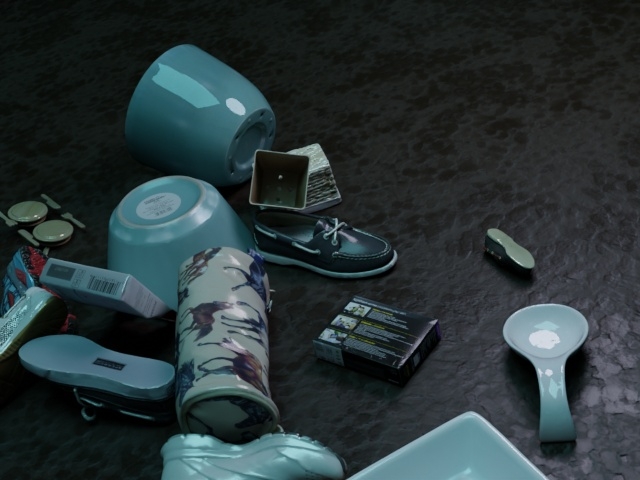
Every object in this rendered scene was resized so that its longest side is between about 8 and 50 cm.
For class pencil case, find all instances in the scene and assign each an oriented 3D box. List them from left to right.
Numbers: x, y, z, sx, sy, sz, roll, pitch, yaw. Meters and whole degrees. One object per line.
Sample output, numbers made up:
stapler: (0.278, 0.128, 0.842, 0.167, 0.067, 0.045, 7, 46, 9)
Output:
pencil case: (-0.153, 0.180, 1.744, 0.184, 0.159, 0.410, 10, 34, -13)

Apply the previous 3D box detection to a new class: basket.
basket: (-0.054, -0.122, 2.171, 0.167, 0.103, 0.113, -17, 37, -6)

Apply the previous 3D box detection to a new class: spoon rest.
spoon rest: (0.362, 0.188, 1.632, 0.137, 0.084, 0.276, -6, 37, 10)

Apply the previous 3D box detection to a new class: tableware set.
tableware set: (-0.620, -0.031, 2.292, 0.128, 0.039, 0.194, -25, 41, -35)

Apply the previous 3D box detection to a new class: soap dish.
soap dish: (0.163, 0.382, 1.403, 0.291, 0.118, 0.229, -27, 38, -17)

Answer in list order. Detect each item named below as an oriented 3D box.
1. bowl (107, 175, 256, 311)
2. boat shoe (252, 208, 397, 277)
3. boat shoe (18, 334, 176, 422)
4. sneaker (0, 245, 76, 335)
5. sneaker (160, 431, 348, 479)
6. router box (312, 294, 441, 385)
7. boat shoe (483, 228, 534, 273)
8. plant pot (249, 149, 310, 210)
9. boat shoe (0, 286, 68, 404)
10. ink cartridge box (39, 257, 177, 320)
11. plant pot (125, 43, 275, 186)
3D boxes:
bowl: (-0.294, -0.015, 2.056, 0.312, 0.163, 0.311, -8, 36, 6)
boat shoe: (0.000, 0.000, 1.997, 0.303, 0.091, 0.114, 5, 37, 22)
boat shoe: (-0.381, 0.244, 1.781, 0.306, 0.104, 0.113, 8, 29, 16)
sneaker: (-0.559, 0.139, 2.012, 0.125, 0.104, 0.261, -45, 45, 21)
sneaker: (-0.103, 0.364, 1.552, 0.297, 0.111, 0.129, -6, 52, 16)
router box: (0.097, 0.169, 1.776, 0.179, 0.046, 0.133, 15, 44, 34)
boat shoe: (0.346, 0.027, 1.895, 0.049, 0.042, 0.133, -2, 29, -29)
plant pot: (-0.080, -0.111, 2.048, 0.109, 0.108, 0.096, 6, -8, -2)
boat shoe: (-0.575, 0.201, 1.855, 0.096, 0.098, 0.277, 28, 68, 33)
ink cartridge box: (-0.368, 0.115, 1.876, 0.189, 0.232, 0.066, 9, 64, 27)
plant pot: (-0.242, -0.252, 2.273, 0.235, 0.293, 0.293, 27, 50, 22)
